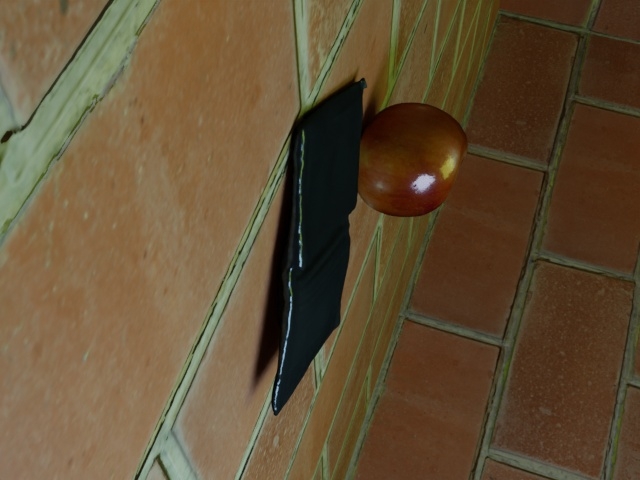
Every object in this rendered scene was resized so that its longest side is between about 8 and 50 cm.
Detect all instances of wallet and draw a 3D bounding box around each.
[{"bbox_3d":[0.000,0.000,0.937,0.247,0.041,0.323,-53,153,-64],"label":"wallet"}]

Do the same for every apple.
[{"bbox_3d":[0.121,-0.106,1.138,0.163,0.139,0.164,13,90,-80],"label":"apple"}]
